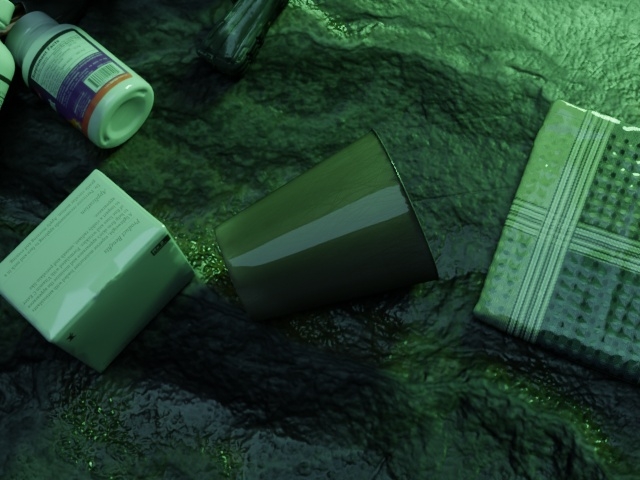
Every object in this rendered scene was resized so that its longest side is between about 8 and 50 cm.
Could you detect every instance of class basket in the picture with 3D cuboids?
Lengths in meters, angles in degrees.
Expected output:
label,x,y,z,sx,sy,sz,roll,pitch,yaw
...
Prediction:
label,x,y,z,sx,sy,sz,roll,pitch,yaw
basket,0.000,0.000,1.174,0.227,0.154,0.204,-24,74,0

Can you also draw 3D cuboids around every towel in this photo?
label,x,y,z,sx,sy,sz,roll,pitch,yaw
towel,0.384,0.008,1.199,0.312,0.056,0.324,21,77,13

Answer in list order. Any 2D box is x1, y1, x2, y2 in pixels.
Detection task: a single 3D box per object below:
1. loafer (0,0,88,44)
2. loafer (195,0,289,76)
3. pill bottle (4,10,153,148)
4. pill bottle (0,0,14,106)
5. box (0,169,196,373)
label,x,y,z,sx,sy,sz,roll,pitch,yaw
loafer,-0.399,-0.309,1.344,0.170,0.061,0.062,-38,73,-9
loafer,-0.090,-0.329,1.320,0.078,0.076,0.223,29,80,4
pill bottle,-0.325,-0.219,1.285,0.193,0.108,0.108,39,79,15
pill bottle,-0.502,-0.169,1.212,0.181,0.181,0.323,20,88,10
box,-0.266,0.042,1.158,0.119,0.182,0.181,40,79,17
